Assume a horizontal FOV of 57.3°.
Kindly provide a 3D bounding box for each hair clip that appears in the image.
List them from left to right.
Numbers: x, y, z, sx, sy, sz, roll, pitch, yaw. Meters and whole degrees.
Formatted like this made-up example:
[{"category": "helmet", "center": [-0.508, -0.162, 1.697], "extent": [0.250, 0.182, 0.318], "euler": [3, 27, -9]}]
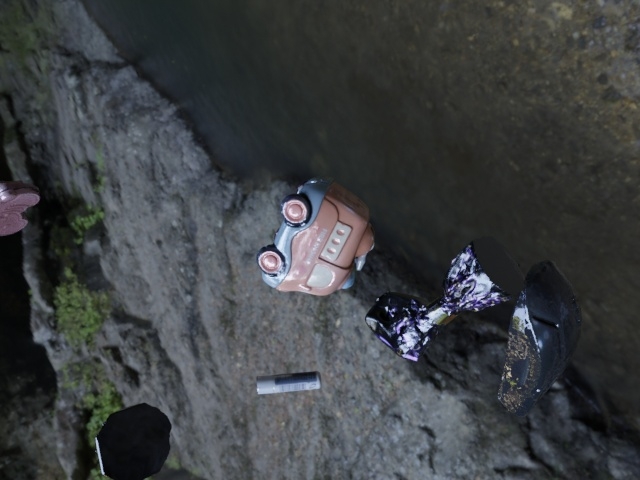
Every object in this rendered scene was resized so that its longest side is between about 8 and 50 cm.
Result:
[{"category": "hair clip", "center": [-0.524, -0.047, 0.958], "extent": [0.138, 0.123, 0.102], "euler": [2, 104, 29]}]

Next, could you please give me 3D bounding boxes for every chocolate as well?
[{"category": "chocolate", "center": [-0.383, 0.393, 1.145], "extent": [0.133, 0.156, 0.156], "euler": [-16, 102, 47]}, {"category": "chocolate", "center": [0.103, 0.056, 0.505], "extent": [0.147, 0.070, 0.072], "euler": [-45, 29, 44]}]

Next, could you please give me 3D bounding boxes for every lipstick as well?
[{"category": "lipstick", "center": [-0.069, 0.312, 1.287], "extent": [0.040, 0.141, 0.040], "euler": [176, 90, -86]}]

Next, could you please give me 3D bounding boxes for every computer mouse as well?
[{"category": "computer mouse", "center": [0.268, 0.120, 0.704], "extent": [0.073, 0.122, 0.217], "euler": [21, 139, 27]}]

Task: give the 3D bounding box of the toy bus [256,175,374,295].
[{"category": "toy bus", "center": [0.000, 0.000, 1.362], "extent": [0.232, 0.287, 0.194], "euler": [25, -161, -1]}]
